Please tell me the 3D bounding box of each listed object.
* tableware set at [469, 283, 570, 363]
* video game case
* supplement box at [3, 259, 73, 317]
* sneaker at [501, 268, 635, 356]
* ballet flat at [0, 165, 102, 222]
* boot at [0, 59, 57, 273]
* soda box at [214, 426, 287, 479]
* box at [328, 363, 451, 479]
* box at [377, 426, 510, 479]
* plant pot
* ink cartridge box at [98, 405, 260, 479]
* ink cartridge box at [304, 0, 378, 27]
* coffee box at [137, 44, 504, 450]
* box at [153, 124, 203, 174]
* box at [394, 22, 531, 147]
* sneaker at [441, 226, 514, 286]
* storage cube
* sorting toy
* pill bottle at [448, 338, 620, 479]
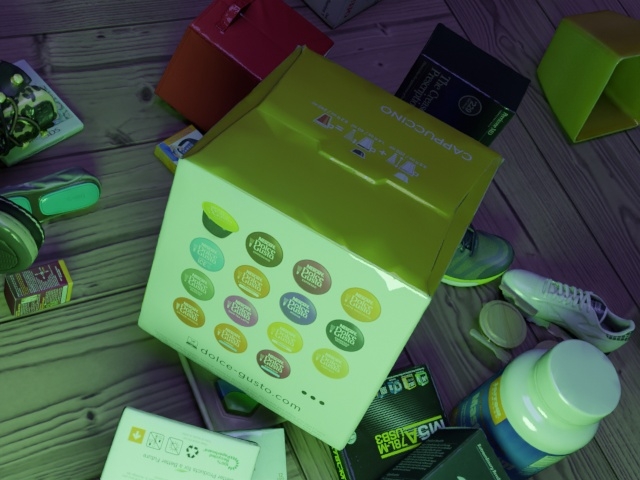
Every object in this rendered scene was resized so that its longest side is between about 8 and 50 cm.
[{"bbox_3d":[0.341,0.179,1.499,0.194,0.039,0.128,39,54,4],"label":"tableware set"},{"bbox_3d":[-0.479,-0.203,1.413,0.157,0.019,0.143,46,54,10],"label":"video game case"},{"bbox_3d":[-0.394,0.067,1.255,0.083,0.055,0.043,-17,66,-31],"label":"supplement box"},{"bbox_3d":[0.423,0.109,1.542,0.235,0.095,0.090,30,55,-1],"label":"sneaker"},{"bbox_3d":[-0.430,-0.058,1.324,0.213,0.072,0.068,-20,41,-32],"label":"ballet flat"},{"bbox_3d":[-0.464,-0.113,1.219,0.377,0.138,0.284,13,48,28],"label":"boot"},{"bbox_3d":[-0.157,0.292,1.190,0.216,0.069,0.074,0,80,-23],"label":"soda box"},{"bbox_3d":[0.104,0.291,1.311,0.190,0.045,0.184,-10,71,-28],"label":"box"},{"bbox_3d":[0.159,0.373,1.219,0.207,0.108,0.153,-32,94,-28],"label":"box"},{"bbox_3d":[0.575,-0.356,1.842,0.212,0.212,0.187,-15,54,-29],"label":"plant pot"},{"bbox_3d":[-0.209,0.401,1.073,0.175,0.069,0.371,19,74,-11],"label":"ink cartridge box"},{"bbox_3d":[0.102,-0.571,1.772,0.117,0.201,0.278,44,54,9],"label":"ink cartridge box"},{"bbox_3d":[0.000,0.000,1.235,0.337,0.334,0.338,30,43,6],"label":"coffee box"},{"bbox_3d":[-0.198,-0.121,1.473,0.136,0.028,0.081,44,53,10],"label":"box"},{"bbox_3d":[0.212,-0.215,1.555,0.184,0.261,0.103,30,53,-2],"label":"box"},{"bbox_3d":[0.195,-0.008,1.504,0.300,0.121,0.111,13,56,-15],"label":"sneaker"},{"bbox_3d":[-0.128,-0.287,1.498,0.193,0.215,0.184,37,52,-5],"label":"storage cube"},{"bbox_3d":[-0.097,0.178,1.318,0.208,0.038,0.193,-13,65,-29],"label":"sorting toy"},{"bbox_3d":[0.304,0.248,1.292,0.152,0.272,0.152,11,56,-16],"label":"pill bottle"}]
